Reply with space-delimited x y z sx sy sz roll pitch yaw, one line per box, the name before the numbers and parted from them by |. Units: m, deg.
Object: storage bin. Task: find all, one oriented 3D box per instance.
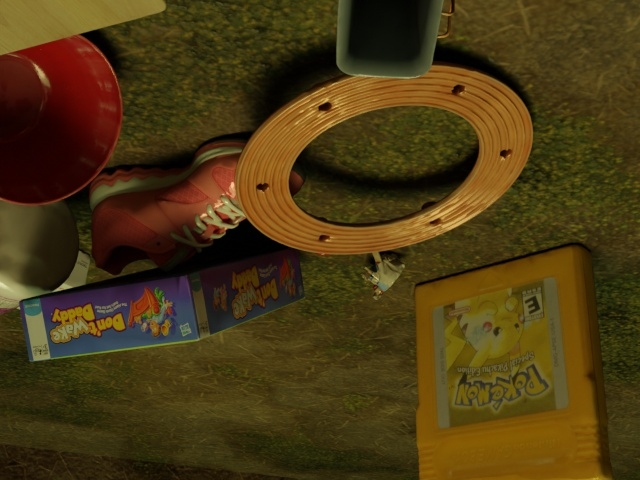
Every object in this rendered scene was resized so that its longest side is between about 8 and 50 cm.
storage bin | 0.065 -0.216 0.861 0.098 0.091 0.135 3 155 1

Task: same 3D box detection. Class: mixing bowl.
mixing bowl | -0.305 -0.136 1.020 0.098 0.181 0.181 26 175 43

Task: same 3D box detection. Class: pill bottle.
pill bottle | -0.474 0.028 1.349 0.301 0.169 0.169 -20 146 40

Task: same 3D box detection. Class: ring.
ring | 0.070 -0.088 1.122 0.336 0.032 0.337 -9 147 -6

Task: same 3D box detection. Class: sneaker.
sneaker | -0.154 -0.027 1.230 0.313 0.136 0.116 -12 151 28

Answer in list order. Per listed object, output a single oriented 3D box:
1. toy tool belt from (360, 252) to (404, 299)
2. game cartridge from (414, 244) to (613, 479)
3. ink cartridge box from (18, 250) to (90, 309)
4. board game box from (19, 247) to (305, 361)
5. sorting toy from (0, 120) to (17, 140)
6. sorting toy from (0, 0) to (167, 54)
toy tool belt | 0.085 0.046 1.462 0.051 0.052 0.083 38 147 1
game cartridge | 0.258 0.190 1.410 0.285 0.324 0.052 -18 149 37
ink cartridge box | -0.437 0.048 1.505 0.150 0.063 0.109 -16 148 36
board game box | -0.192 0.077 1.325 0.233 0.078 0.347 -9 -178 21
sorting toy | -0.360 -0.139 1.093 0.083 0.075 0.045 -2 154 10
sorting toy | -0.292 -0.268 0.802 0.255 0.089 0.257 -8 151 23
